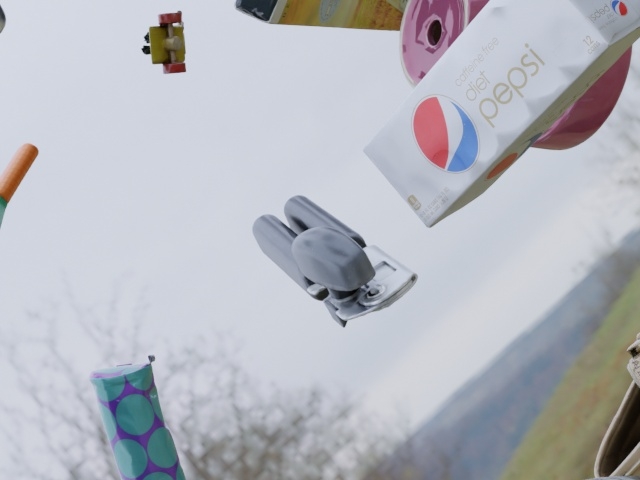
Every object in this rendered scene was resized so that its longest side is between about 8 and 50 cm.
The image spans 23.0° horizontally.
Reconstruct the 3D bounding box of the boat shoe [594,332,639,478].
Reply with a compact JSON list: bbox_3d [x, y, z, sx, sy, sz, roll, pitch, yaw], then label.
[{"bbox_3d":[0.392,0.146,1.707,0.121,0.110,0.341,-100,21,-59],"label":"boat shoe"}]

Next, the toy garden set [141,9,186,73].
[{"bbox_3d":[-0.190,-0.300,1.852,0.049,0.204,0.244,-5,8,-4],"label":"toy garden set"}]

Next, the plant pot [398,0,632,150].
[{"bbox_3d":[0.189,-0.201,1.620,0.180,0.201,0.201,7,-36,-30],"label":"plant pot"}]

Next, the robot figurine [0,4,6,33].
[{"bbox_3d":[-0.514,-0.203,1.671,0.353,0.200,0.300,-17,25,18],"label":"robot figurine"}]

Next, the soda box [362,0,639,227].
[{"bbox_3d":[0.116,-0.098,0.992,0.069,0.074,0.216,-32,-10,-39],"label":"soda box"}]

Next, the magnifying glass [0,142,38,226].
[{"bbox_3d":[-0.367,-0.026,1.742,0.092,0.026,0.231,-29,29,39],"label":"magnifying glass"}]

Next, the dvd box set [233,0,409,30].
[{"bbox_3d":[0.062,-0.427,2.057,0.420,0.062,0.307,-10,-56,-63],"label":"dvd box set"}]

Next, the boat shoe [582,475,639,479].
[{"bbox_3d":[0.233,0.264,1.445,0.223,0.073,0.080,-6,-1,-29],"label":"boat shoe"}]

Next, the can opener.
[{"bbox_3d":[0.000,0.000,1.433,0.076,0.095,0.283,-32,24,-9],"label":"can opener"}]

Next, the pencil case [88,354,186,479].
[{"bbox_3d":[-0.170,0.190,1.511,0.064,0.151,0.070,-16,2,16],"label":"pencil case"}]
